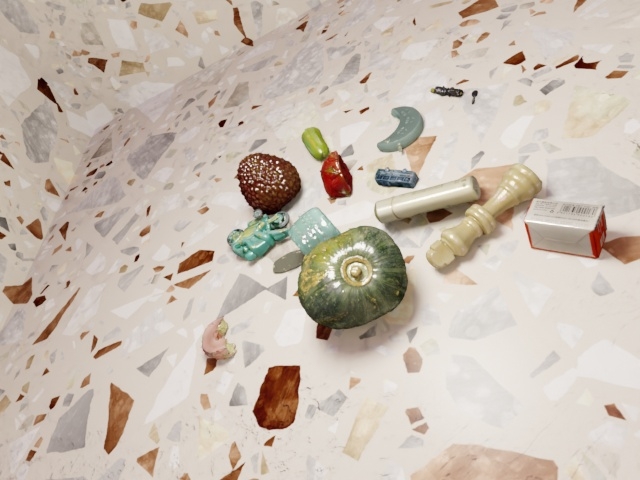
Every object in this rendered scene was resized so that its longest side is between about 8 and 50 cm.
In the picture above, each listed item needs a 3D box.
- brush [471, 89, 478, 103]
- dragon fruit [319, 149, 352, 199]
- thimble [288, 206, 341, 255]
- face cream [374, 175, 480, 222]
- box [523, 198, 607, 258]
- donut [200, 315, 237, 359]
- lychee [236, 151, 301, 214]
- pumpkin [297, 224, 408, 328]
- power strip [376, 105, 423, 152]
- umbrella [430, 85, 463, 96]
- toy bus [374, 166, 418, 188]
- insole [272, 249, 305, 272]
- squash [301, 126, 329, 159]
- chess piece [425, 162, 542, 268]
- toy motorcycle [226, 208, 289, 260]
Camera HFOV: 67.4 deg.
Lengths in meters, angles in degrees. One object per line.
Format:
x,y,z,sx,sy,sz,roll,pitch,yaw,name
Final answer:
0.596,-0.558,1.864,0.024,0.008,0.083,0,54,31,brush
0.047,-0.251,1.870,0.121,0.161,0.127,-17,35,19,dragon fruit
0.000,0.000,1.634,0.143,0.198,0.235,-39,76,1,thimble
0.335,-0.129,1.568,0.349,0.173,0.081,-14,90,25,face cream
0.654,-0.037,1.277,0.182,0.133,0.099,11,61,42,box
-0.362,0.355,1.679,0.117,0.065,0.166,-29,41,7,donut
-0.221,-0.243,1.961,0.271,0.271,0.271,-19,45,20,lychee
0.088,0.112,1.429,0.328,0.257,0.291,-15,68,1,pumpkin
0.323,-0.441,1.916,0.168,0.054,0.253,-2,52,34,power strip
0.510,-0.604,1.942,0.144,0.037,0.040,24,68,43,umbrella
0.278,-0.230,1.768,0.166,0.047,0.065,11,65,40,toy bus
-0.070,0.062,1.776,0.248,0.011,0.081,-21,47,17,insole
-0.019,-0.414,2.100,0.095,0.095,0.188,-31,43,8,squash
0.476,-0.062,1.440,0.397,0.117,0.117,-42,42,-1,chess piece
-0.251,-0.015,1.899,0.296,0.109,0.198,-24,46,17,toy motorcycle
